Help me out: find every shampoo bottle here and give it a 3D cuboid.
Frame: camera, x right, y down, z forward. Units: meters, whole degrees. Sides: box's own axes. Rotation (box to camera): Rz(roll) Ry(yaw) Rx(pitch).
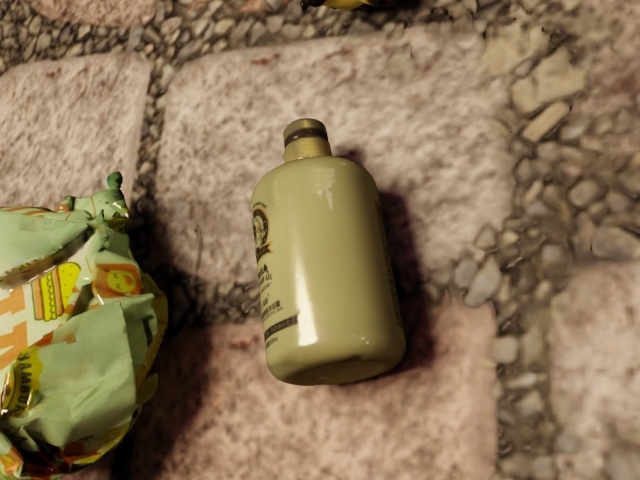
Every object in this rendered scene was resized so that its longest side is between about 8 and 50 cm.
[{"bbox_3d":[0.000,0.000,0.443,0.079,0.079,0.162,-19,65,25],"label":"shampoo bottle"}]

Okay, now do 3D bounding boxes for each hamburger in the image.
[{"bbox_3d":[-0.195,0.053,0.516,0.214,0.125,0.235,-2,45,21],"label":"hamburger"}]

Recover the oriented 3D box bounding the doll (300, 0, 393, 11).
[{"bbox_3d":[0.003,-0.281,0.535,0.117,0.086,0.291,-1,65,-11],"label":"doll"}]
